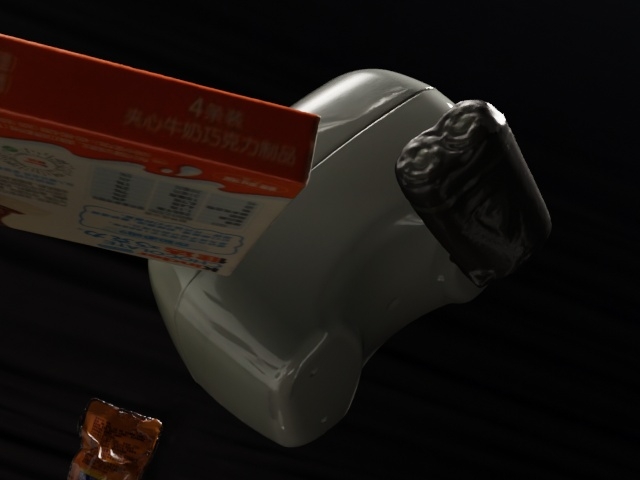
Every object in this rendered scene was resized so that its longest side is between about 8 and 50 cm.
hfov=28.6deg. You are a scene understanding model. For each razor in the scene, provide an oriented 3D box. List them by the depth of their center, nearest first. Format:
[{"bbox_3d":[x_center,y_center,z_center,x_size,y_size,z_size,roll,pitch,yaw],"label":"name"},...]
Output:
[{"bbox_3d":[0.115,-0.033,0.927,0.090,0.148,0.054,-39,-134,0],"label":"razor"}]

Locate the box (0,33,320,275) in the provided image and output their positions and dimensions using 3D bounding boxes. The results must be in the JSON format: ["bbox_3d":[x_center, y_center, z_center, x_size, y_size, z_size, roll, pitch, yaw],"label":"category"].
[{"bbox_3d":[-0.160,-0.050,0.737,0.265,0.273,0.048,139,-37,-71],"label":"box"}]

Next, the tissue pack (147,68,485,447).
[{"bbox_3d":[0.000,0.000,1.164,0.333,0.236,0.229,-41,155,-18],"label":"tissue pack"}]

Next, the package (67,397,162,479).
[{"bbox_3d":[-0.204,0.210,1.191,0.033,0.077,0.110,100,15,-83],"label":"package"}]
